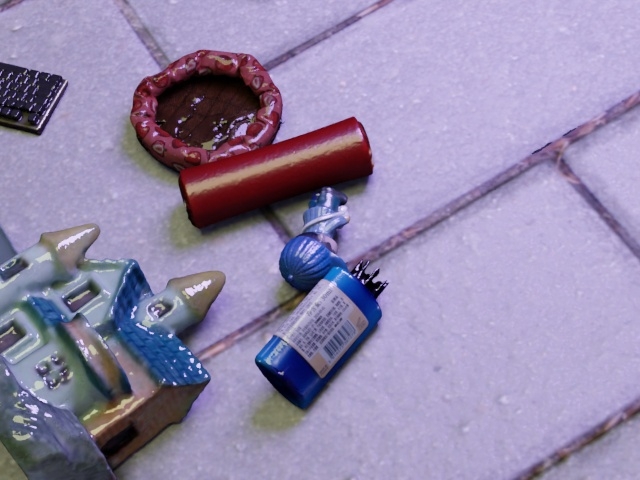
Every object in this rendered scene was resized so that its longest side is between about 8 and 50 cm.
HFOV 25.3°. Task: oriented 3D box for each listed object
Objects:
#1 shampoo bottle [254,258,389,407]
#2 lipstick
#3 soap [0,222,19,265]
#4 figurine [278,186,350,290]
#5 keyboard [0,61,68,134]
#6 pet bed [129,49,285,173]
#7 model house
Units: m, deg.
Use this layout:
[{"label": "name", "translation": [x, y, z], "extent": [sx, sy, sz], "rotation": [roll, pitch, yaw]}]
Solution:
[{"label": "shampoo bottle", "translation": [0.008, 0.099, 1.642], "extent": [0.183, 0.087, 0.050], "rotation": [-48, 21, -19]}, {"label": "lipstick", "translation": [-0.054, -0.084, 1.767], "extent": [0.241, 0.080, 0.080], "rotation": [-18, 57, -1]}, {"label": "soap", "translation": [-0.501, 0.049, 1.712], "extent": [0.265, 0.160, 0.087], "rotation": [-34, 60, -12]}, {"label": "figurine", "translation": [-0.007, -0.004, 1.712], "extent": [0.077, 0.079, 0.136], "rotation": [-27, 50, 44]}, {"label": "keyboard", "translation": [-0.505, -0.216, 1.959], "extent": [0.317, 0.027, 0.106], "rotation": [14, 61, 17]}, {"label": "pet bed", "translation": [-0.144, -0.166, 1.850], "extent": [0.201, 0.053, 0.201], "rotation": [-2, 61, 3]}, {"label": "model house", "translation": [-0.247, 0.106, 1.620], "extent": [0.325, 0.194, 0.267], "rotation": [-35, 59, -16]}]
